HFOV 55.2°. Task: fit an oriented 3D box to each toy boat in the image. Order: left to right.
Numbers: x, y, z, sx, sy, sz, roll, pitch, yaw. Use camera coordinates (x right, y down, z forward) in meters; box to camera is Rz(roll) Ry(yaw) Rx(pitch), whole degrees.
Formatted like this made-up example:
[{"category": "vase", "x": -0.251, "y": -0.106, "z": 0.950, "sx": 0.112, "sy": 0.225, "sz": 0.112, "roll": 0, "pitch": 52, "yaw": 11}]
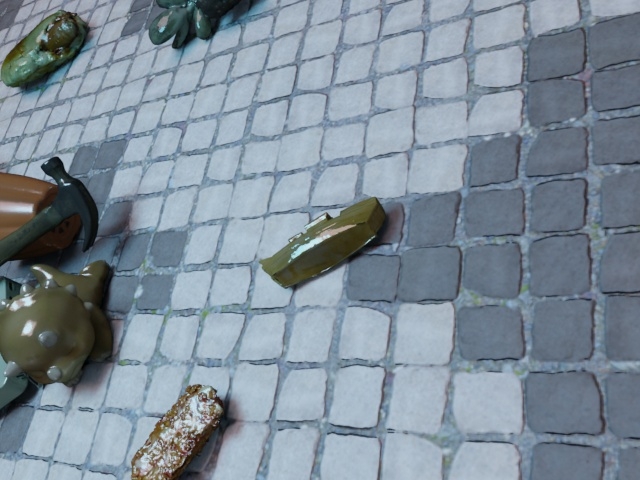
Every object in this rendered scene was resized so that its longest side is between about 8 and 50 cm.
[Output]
[{"category": "toy boat", "x": 0.000, "y": 0.000, "z": 0.900, "sx": 0.206, "sy": 0.064, "sz": 0.072, "roll": -28, "pitch": 38, "yaw": 15}]

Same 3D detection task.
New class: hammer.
[{"category": "hammer", "x": -0.600, "y": 0.023, "z": 1.141, "sx": 0.440, "sy": 0.168, "sz": 0.044, "roll": -30, "pitch": 12, "yaw": 14}]

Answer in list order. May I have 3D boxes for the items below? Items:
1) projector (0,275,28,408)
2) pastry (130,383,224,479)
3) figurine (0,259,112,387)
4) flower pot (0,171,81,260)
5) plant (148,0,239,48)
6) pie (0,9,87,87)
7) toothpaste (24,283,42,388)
[{"category": "projector", "x": -0.663, "y": 0.234, "z": 1.161, "sx": 0.259, "sy": 0.079, "sz": 0.257, "roll": -34, "pitch": 51, "yaw": 11}, {"category": "pastry", "x": -0.195, "y": 0.279, "z": 0.861, "sx": 0.087, "sy": 0.063, "sz": 0.169, "roll": 36, "pitch": 80, "yaw": 31}, {"category": "figurine", "x": -0.463, "y": 0.128, "z": 1.038, "sx": 0.177, "sy": 0.173, "sz": 0.247, "roll": -21, "pitch": 55, "yaw": 21}, {"category": "flower pot", "x": -0.590, "y": -0.045, "z": 1.221, "sx": 0.173, "sy": 0.190, "sz": 0.190, "roll": 2, "pitch": 64, "yaw": 20}, {"category": "plant", "x": -0.259, "y": -0.524, "z": 1.316, "sx": 0.275, "sy": 0.149, "sz": 0.146, "roll": -32, "pitch": 7, "yaw": 33}, {"category": "pie", "x": -0.749, "y": -0.516, "z": 1.651, "sx": 0.274, "sy": 0.105, "sz": 0.257, "roll": -43, "pitch": 35, "yaw": 0}, {"category": "toothpaste", "x": -0.524, "y": 0.168, "z": 1.133, "sx": 0.037, "sy": 0.062, "sz": 0.216, "roll": -18, "pitch": 50, "yaw": 1}]
